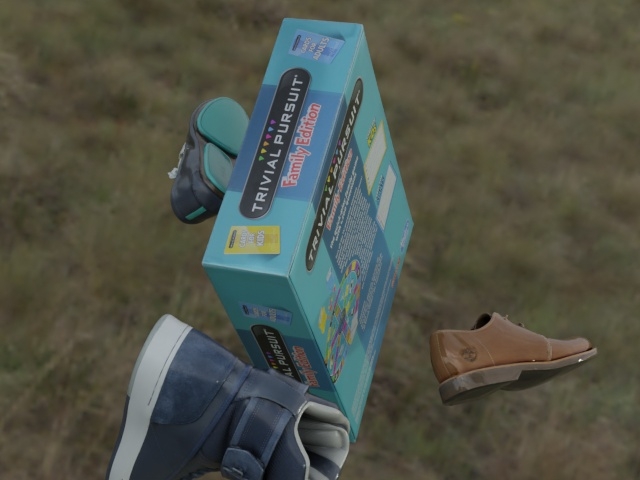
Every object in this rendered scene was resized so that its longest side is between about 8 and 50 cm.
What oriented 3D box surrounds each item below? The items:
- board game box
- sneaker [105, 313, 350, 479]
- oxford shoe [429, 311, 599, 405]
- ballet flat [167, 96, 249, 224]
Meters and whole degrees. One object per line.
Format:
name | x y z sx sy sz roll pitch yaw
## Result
board game box | 0.000 0.000 1.389 0.079 0.254 0.336 8 -29 17
sneaker | -0.070 0.164 1.130 0.163 0.226 0.086 24 52 3
oxford shoe | 0.183 0.099 1.396 0.212 0.076 0.076 -1 64 -45
ballet flat | -0.113 -0.075 1.465 0.074 0.074 0.203 14 29 -7
